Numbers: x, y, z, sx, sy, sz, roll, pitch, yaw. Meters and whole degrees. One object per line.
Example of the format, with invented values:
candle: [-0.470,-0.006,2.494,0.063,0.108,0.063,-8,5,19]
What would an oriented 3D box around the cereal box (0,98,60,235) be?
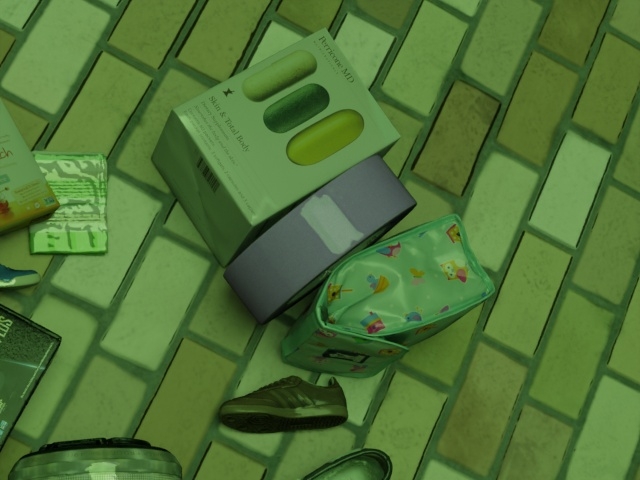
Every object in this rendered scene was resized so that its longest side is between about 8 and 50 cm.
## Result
cereal box: [-0.486,-0.115,1.890,0.173,0.047,0.240,-25,80,-39]

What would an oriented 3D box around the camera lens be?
camera lens: [-0.279,0.393,1.736,0.219,0.219,0.274,1,73,-16]

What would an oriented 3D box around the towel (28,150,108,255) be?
towel: [-0.358,-0.052,1.967,0.113,0.023,0.152,0,75,-14]

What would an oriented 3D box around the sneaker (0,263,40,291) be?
sneaker: [-0.460,0.027,1.888,0.152,0.058,0.084,-3,82,-11]

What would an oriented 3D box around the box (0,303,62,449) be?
box: [-0.450,0.177,1.832,0.147,0.077,0.180,29,67,-5]

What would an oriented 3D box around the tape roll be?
tape roll: [0.000,0.000,1.914,0.275,0.275,0.090,-36,86,-23]

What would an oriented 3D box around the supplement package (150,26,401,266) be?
supplement package: [-0.068,-0.131,1.978,0.263,0.198,0.199,-32,83,-23]

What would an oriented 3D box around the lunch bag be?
lunch bag: [0.079,0.093,1.935,0.262,0.223,0.160,-25,81,-21]

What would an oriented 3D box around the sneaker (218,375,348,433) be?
sneaker: [-0.055,0.227,1.950,0.188,0.066,0.071,4,55,-21]

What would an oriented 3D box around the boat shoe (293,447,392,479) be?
boat shoe: [-0.029,0.379,1.881,0.302,0.091,0.114,-39,80,-24]
